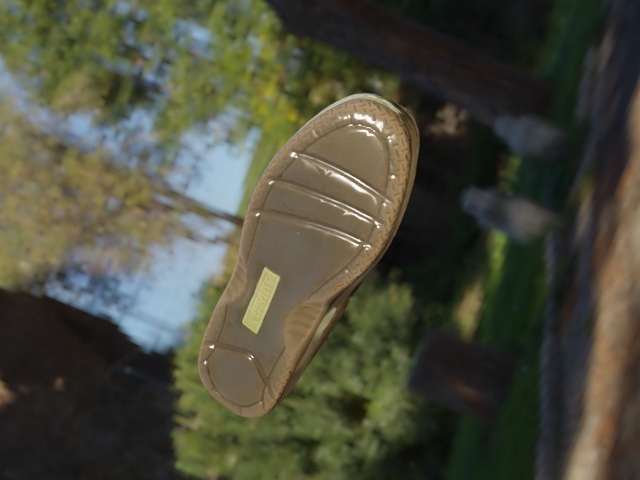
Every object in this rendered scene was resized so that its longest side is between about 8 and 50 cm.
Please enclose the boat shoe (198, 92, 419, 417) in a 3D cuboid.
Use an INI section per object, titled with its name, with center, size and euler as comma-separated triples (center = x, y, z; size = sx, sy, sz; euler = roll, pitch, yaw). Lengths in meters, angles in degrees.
[boat shoe]
center = 0.000, 0.000, 0.818
size = 0.072, 0.068, 0.190
euler = -34, -19, -52
